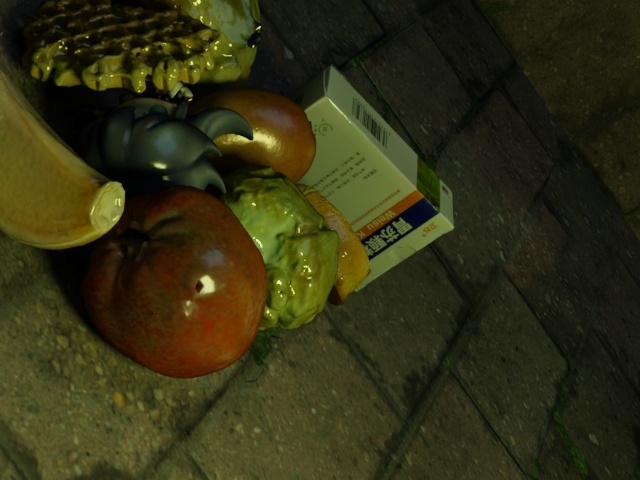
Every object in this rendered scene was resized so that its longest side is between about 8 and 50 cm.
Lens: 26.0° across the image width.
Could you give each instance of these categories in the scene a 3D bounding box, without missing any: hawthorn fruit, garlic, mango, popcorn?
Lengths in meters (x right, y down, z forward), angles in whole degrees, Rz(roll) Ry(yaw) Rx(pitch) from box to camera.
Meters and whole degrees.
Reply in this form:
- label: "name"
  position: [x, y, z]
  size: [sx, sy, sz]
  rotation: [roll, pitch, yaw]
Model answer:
- label: "hawthorn fruit"
  position: [-0.153, 0.060, 1.618]
  size: [0.262, 0.210, 0.211]
  rotation: [48, 22, -54]
- label: "garlic"
  position: [-0.319, -0.095, 1.529]
  size: [0.245, 0.164, 0.145]
  rotation: [52, 42, 2]
- label: "mango"
  position: [-0.110, -0.140, 1.927]
  size: [0.221, 0.152, 0.120]
  rotation: [9, 22, -26]
- label: "popcorn"
  position: [-0.071, 0.011, 1.831]
  size: [0.204, 0.183, 0.221]
  rotation: [77, -12, -69]
- label: "popcorn"
  position: [-0.189, -0.333, 1.977]
  size: [0.252, 0.215, 0.286]
  rotation: [-26, 100, -66]

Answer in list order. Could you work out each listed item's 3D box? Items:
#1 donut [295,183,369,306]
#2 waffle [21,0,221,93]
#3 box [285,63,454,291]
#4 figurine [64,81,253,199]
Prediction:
- label: "donut"
  position: [0.001, -0.001, 1.997]
  size: [0.190, 0.074, 0.174]
  rotation: [53, -10, 7]
- label: "waffle"
  position: [-0.255, -0.257, 1.777]
  size: [0.249, 0.253, 0.056]
  rotation: [-104, -166, -56]
- label: "box"
  position: [0.035, -0.089, 2.103]
  size: [0.299, 0.200, 0.106]
  rotation: [45, 27, -23]
- label: "figurine"
  position: [-0.208, -0.120, 1.753]
  size: [0.197, 0.175, 0.265]
  rotation: [58, 33, -7]
